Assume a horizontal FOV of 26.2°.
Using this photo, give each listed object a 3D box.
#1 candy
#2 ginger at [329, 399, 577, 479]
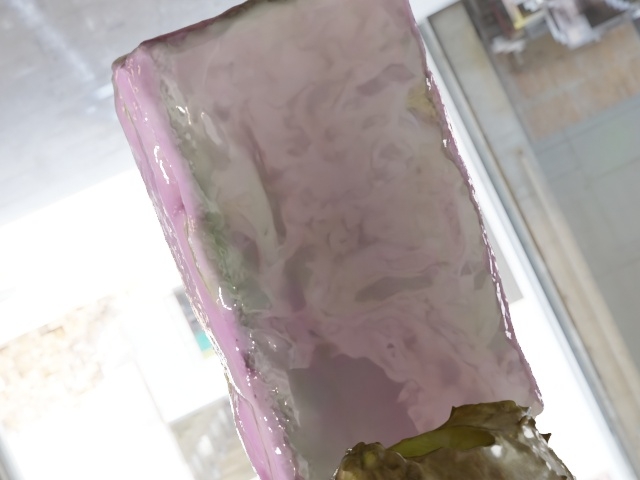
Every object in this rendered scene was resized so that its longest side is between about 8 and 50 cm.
[{"bbox_3d":[0.000,0.000,0.736,0.155,0.265,0.116,-22,-169,-16],"label":"candy"},{"bbox_3d":[0.060,0.147,0.581,0.102,0.157,0.216,-10,-174,33],"label":"ginger"}]
